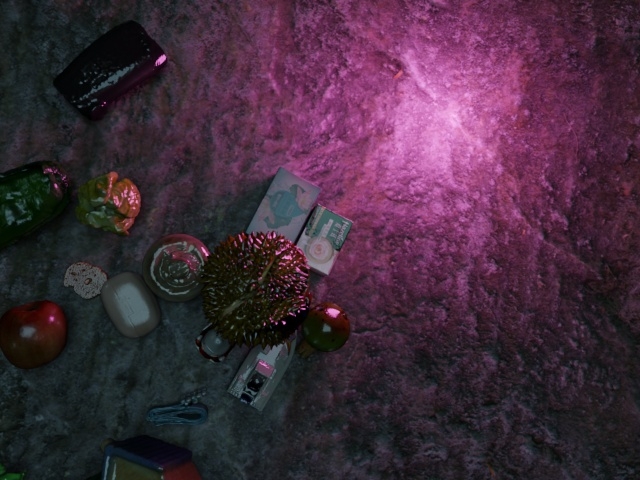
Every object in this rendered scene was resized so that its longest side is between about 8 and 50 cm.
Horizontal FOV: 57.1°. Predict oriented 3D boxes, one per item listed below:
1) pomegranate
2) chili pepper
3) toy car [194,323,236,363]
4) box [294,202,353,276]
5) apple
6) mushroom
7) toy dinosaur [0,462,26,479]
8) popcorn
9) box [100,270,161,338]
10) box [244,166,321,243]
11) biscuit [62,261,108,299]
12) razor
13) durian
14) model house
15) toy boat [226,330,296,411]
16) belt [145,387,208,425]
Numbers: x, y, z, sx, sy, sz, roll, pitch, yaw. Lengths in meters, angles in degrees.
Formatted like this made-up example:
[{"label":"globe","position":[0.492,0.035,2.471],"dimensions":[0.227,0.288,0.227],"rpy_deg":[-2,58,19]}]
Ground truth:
[{"label":"pomegranate","position":[0.001,0.282,1.814],"dimensions":[0.159,0.159,0.205],"rpy_deg":[43,103,-3]},{"label":"chili pepper","position":[-0.892,-0.091,1.691],"dimensions":[0.385,0.167,0.213],"rpy_deg":[-28,73,0]},{"label":"toy car","position":[-0.304,0.297,1.766],"dimensions":[0.112,0.112,0.139],"rpy_deg":[44,79,-2]},{"label":"box","position":[0.000,0.000,1.876],"dimensions":[0.135,0.081,0.198],"rpy_deg":[26,81,-6]},{"label":"apple","position":[-0.804,0.260,1.654],"dimensions":[0.181,0.181,0.168],"rpy_deg":[-15,108,-12]},{"label":"mushroom","position":[-0.415,0.080,1.720],"dimensions":[0.208,0.215,0.207],"rpy_deg":[1,86,-14]},{"label":"toy dinosaur","position":[-1.006,0.725,1.552],"dimensions":[0.500,0.144,0.374],"rpy_deg":[-30,69,0]},{"label":"popcorn","position":[-0.625,-0.106,1.740],"dimensions":[0.186,0.167,0.187],"rpy_deg":[29,114,-29]},{"label":"box","position":[-0.561,0.191,1.745],"dimensions":[0.146,0.088,0.200],"rpy_deg":[-29,88,-11]},{"label":"box","position":[-0.120,-0.088,1.857],"dimensions":[0.153,0.092,0.244],"rpy_deg":[27,79,-6]},{"label":"biscuit","position":[-0.702,0.120,1.764],"dimensions":[0.131,0.019,0.102],"rpy_deg":[28,79,-5]},{"label":"razor","position":[-0.645,-0.525,1.811],"dimensions":[0.327,0.107,0.189],"rpy_deg":[-44,91,-12]},{"label":"durian","position":[-0.181,0.140,1.671],"dimensions":[0.348,0.384,0.347],"rpy_deg":[0,83,-3]},{"label":"model house","position":[-0.522,0.720,1.592],"dimensions":[0.382,0.334,0.342],"rpy_deg":[-35,78,-5]},{"label":"toy boat","position":[-0.160,0.364,1.795],"dimensions":[0.129,0.088,0.295],"rpy_deg":[32,79,-4]},{"label":"belt","position":[-0.425,0.498,1.746],"dimensions":[0.180,0.065,0.099],"rpy_deg":[-3,93,-11]}]
